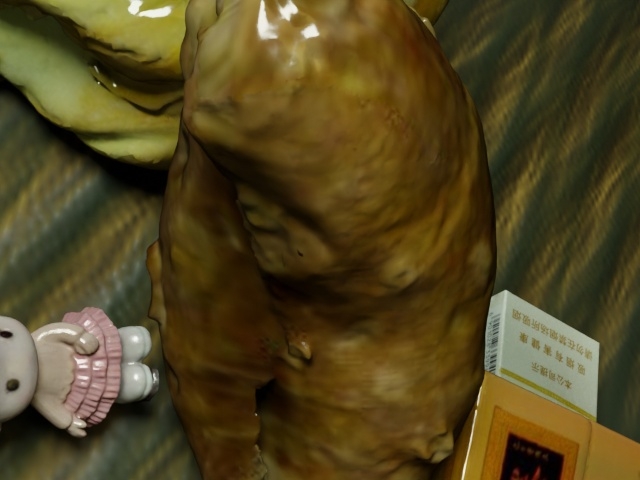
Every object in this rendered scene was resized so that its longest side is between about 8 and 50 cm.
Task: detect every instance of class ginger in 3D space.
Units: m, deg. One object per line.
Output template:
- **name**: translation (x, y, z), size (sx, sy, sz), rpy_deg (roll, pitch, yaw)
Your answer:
- **ginger**: translation (0.000, 0.000, 0.561), size (0.165, 0.321, 0.172), rpy_deg (11, 40, 18)

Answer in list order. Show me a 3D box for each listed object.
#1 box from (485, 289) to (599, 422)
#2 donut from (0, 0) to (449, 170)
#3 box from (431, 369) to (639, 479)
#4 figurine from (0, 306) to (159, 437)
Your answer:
- **box**: translation (0.138, 0.123, 0.768), size (0.090, 0.024, 0.167), rpy_deg (28, 53, -25)
- **donut**: translation (-0.088, -0.210, 0.667), size (0.360, 0.170, 0.360), rpy_deg (21, 53, -30)
- **box**: translation (0.153, 0.203, 0.680), size (0.274, 0.076, 0.174), rpy_deg (27, 64, -27)
- **figurine**: translation (-0.138, 0.067, 0.557), size (0.129, 0.054, 0.072), rpy_deg (4, 79, -46)
